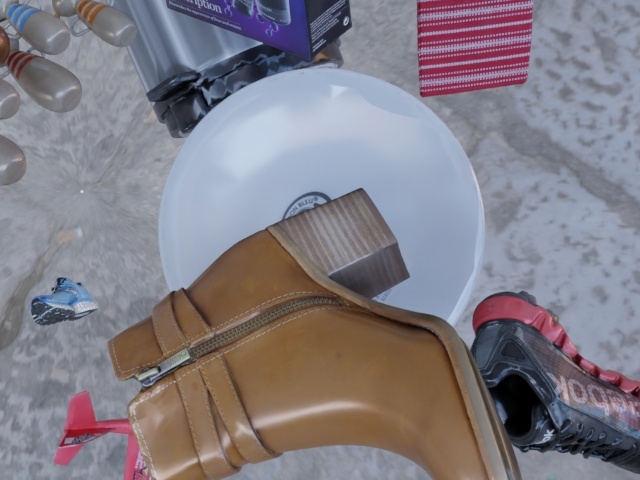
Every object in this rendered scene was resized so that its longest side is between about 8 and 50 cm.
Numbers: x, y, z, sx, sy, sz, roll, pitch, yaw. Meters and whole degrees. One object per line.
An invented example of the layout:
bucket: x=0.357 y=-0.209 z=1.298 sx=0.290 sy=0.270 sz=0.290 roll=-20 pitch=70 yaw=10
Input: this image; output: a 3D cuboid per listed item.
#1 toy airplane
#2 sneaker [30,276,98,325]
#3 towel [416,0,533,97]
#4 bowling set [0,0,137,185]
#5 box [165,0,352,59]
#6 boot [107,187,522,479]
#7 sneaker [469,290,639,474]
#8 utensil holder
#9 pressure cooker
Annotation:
toy airplane: x=-0.160 y=0.156 z=0.821 sx=0.151 sy=0.028 sz=0.151 roll=-28 pitch=133 yaw=-34
sneaker: x=-0.451 y=0.101 z=1.696 sx=0.063 sy=0.162 sz=0.073 roll=-27 pitch=81 yaw=14
towel: x=0.254 y=-0.374 z=1.627 sx=0.198 sy=0.031 sz=0.275 roll=-8 pitch=126 yaw=-4
bowling set: x=-0.371 y=-0.229 z=1.151 sx=0.154 sy=0.200 sz=0.287 roll=34 pitch=79 yaw=22
box: x=-0.095 y=-0.370 z=1.291 sx=0.103 sy=0.261 sz=0.184 roll=-43 pitch=144 yaw=-34
boot: x=-0.013 y=0.107 z=0.636 sx=0.220 sy=0.109 sz=0.283 roll=-30 pitch=57 yaw=-1
sneaker: x=0.254 y=0.175 z=0.987 sx=0.276 sy=0.097 sz=0.135 roll=36 pitch=51 yaw=-4
utensil holder: x=0.000 y=0.000 z=1.082 sx=0.327 sy=0.385 sz=0.328 roll=0 pitch=86 yaw=1
pressure cooker: x=-0.158 y=-0.365 z=1.766 sx=0.369 sy=0.375 sz=0.421 roll=-23 pitch=91 yaw=-7
